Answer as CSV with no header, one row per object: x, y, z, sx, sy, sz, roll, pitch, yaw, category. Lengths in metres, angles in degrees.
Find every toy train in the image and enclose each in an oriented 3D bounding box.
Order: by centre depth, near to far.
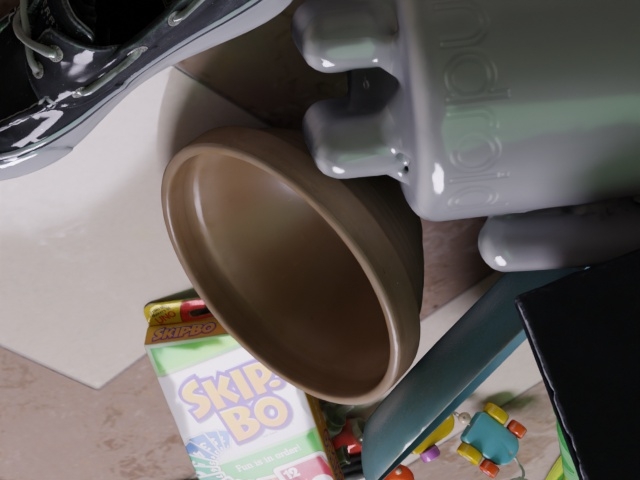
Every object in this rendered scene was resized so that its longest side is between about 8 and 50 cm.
0.116,0.213,1.624,0.166,0.125,0.046,-2,178,-16,toy train

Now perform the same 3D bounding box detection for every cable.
-0.055,0.223,1.651,0.287,0.072,0.139,-26,156,35,cable

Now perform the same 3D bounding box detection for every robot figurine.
0.161,-0.122,1.160,0.353,0.200,0.300,-8,109,-4,robot figurine

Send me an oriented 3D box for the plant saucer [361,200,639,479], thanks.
0.138,0.074,1.377,0.317,0.044,0.317,-45,172,-8,plant saucer

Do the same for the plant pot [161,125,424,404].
0.000,0.000,1.299,0.110,0.237,0.237,-39,151,-31,plant pot

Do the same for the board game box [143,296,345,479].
-0.064,0.153,1.506,0.124,0.039,0.259,-9,123,12,board game box

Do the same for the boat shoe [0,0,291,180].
-0.156,-0.138,1.125,0.301,0.108,0.102,-26,161,13,boat shoe

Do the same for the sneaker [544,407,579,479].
0.277,0.227,1.652,0.109,0.123,0.295,-7,139,-4,sneaker

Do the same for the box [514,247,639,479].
0.441,0.112,1.242,0.471,0.297,0.480,-23,166,12,box
